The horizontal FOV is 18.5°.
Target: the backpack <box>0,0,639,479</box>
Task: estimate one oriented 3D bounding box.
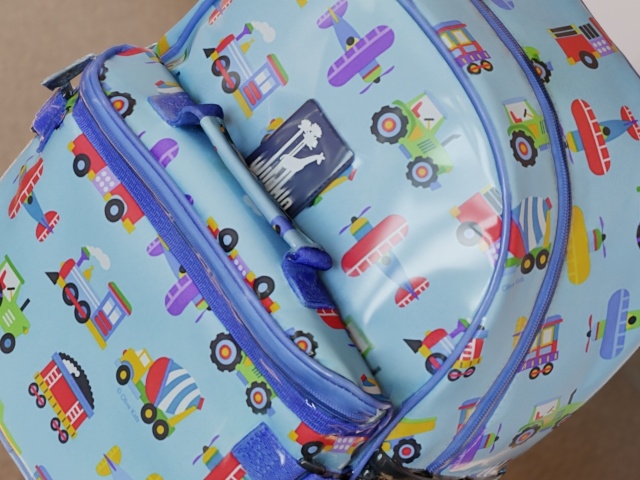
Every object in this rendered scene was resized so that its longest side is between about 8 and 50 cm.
[{"bbox_3d":[0.000,0.000,0.521,0.117,0.173,0.158,3,48,-54],"label":"backpack"}]
